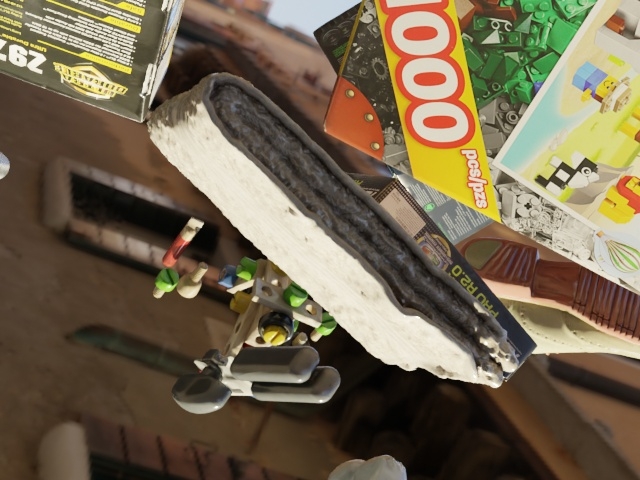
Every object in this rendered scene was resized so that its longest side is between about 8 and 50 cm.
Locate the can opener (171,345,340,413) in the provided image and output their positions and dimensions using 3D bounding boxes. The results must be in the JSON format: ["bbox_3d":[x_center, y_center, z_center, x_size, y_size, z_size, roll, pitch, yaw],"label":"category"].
[{"bbox_3d":[-0.080,0.175,1.414,0.280,0.074,0.093,-14,-143,54],"label":"can opener"}]

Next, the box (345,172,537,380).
[{"bbox_3d":[0.109,0.037,1.380,0.060,0.270,0.216,-45,-161,-12],"label":"box"}]

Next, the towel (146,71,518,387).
[{"bbox_3d":[0.000,0.000,0.807,0.049,0.282,0.187,-50,-165,-14],"label":"towel"}]

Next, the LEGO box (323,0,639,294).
[{"bbox_3d":[0.260,-0.234,0.864,0.193,0.373,0.500,-49,163,-49],"label":"LEGO box"}]

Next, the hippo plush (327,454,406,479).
[{"bbox_3d":[0.091,0.472,1.707,0.234,0.236,0.294,-47,-162,-26],"label":"hippo plush"}]

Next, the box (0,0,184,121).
[{"bbox_3d":[-0.262,-0.238,0.907,0.257,0.322,0.079,121,-13,-61],"label":"box"}]

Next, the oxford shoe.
[{"bbox_3d":[0.402,0.120,1.864,0.140,0.397,0.146,-53,159,-47],"label":"oxford shoe"}]

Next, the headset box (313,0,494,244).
[{"bbox_3d":[0.128,-0.174,1.597,0.131,0.246,0.283,-31,-130,7],"label":"headset box"}]

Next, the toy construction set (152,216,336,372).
[{"bbox_3d":[-0.116,0.079,1.943,0.257,0.309,0.237,-48,178,-44],"label":"toy construction set"}]

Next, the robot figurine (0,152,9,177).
[{"bbox_3d":[-0.611,-0.172,1.631,0.300,0.353,0.200,-55,-173,-6],"label":"robot figurine"}]
